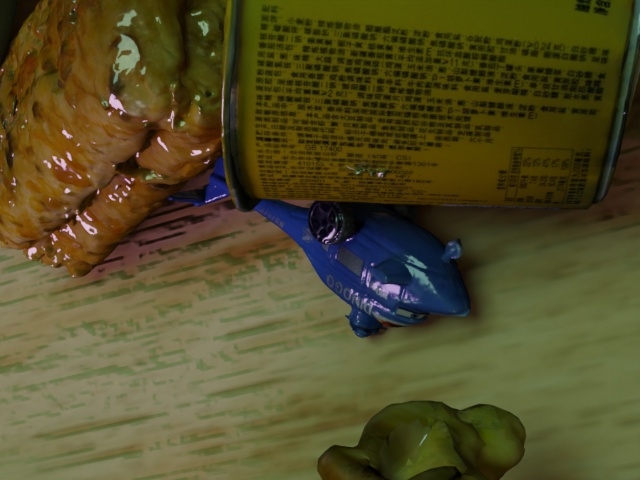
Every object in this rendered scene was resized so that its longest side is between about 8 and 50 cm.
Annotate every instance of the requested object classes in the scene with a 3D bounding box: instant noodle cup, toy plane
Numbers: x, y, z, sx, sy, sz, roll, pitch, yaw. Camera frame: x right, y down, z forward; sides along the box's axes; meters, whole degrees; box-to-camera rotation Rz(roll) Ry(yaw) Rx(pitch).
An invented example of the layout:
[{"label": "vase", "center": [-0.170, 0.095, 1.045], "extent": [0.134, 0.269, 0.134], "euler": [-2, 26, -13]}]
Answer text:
[{"label": "instant noodle cup", "center": [0.051, -0.090, 0.575], "extent": [0.144, 0.182, 0.182], "euler": [9, 75, 6]}, {"label": "toy plane", "center": [0.000, 0.000, 0.658], "extent": [0.167, 0.054, 0.062], "euler": [29, 114, 35]}]

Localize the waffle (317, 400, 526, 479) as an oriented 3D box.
[{"label": "waffle", "center": [-0.056, 0.191, 0.513], "extent": [0.324, 0.151, 0.261], "euler": [-20, 26, 28]}]

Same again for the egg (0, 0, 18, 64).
[{"label": "egg", "center": [-0.265, -0.142, 0.769], "extent": [0.218, 0.218, 0.295], "euler": [15, 73, 35]}]

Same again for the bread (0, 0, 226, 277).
[{"label": "bread", "center": [-0.098, -0.064, 0.670], "extent": [0.211, 0.083, 0.114], "euler": [-39, 44, 55]}]
